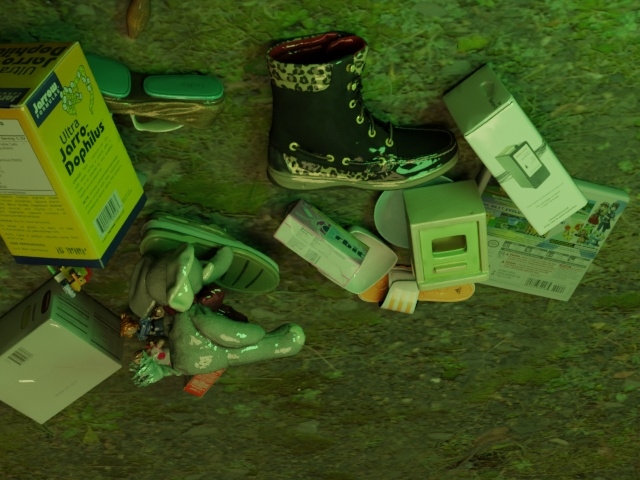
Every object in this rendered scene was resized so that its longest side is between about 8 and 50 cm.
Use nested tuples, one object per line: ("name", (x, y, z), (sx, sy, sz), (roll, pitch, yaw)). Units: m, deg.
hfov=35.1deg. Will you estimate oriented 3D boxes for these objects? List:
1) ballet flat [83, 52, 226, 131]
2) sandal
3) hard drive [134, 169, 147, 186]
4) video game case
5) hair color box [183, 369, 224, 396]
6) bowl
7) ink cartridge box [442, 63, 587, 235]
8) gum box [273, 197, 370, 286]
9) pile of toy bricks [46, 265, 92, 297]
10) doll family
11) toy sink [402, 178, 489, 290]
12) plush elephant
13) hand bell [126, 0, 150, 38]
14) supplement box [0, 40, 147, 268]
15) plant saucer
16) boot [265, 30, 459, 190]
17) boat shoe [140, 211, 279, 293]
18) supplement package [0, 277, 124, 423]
("ballet flat", (-0.347, -0.259, 1.863), (0.342, 0.116, 0.124), (6, 135, -16))
("sandal", (0.217, 0.114, 2.225), (0.265, 0.076, 0.102), (1, 128, -7))
("hard drive", (-0.490, -0.105, 1.994), (0.254, 0.054, 0.172), (23, 122, -22))
("video game case", (0.450, -0.016, 2.173), (0.328, 0.036, 0.300), (12, 126, -14))
("hair color box", (-0.247, 0.264, 2.286), (0.053, 0.093, 0.167), (28, 120, -25))
("bowl", (0.077, 0.033, 2.162), (0.142, 0.053, 0.142), (32, 119, -27))
("ink cartridge box", (0.364, -0.174, 1.913), (0.114, 0.198, 0.273), (-36, 117, 12))
("gum box", (0.000, 0.000, 2.052), (0.188, 0.107, 0.062), (36, 114, -1))
("pile of toy bricks", (-0.523, 0.012, 2.065), (0.105, 0.118, 0.212), (-39, 118, -15))
("doll family", (-0.348, 0.171, 2.201), (0.163, 0.118, 0.263), (0, 135, -28))
("toy sink", (0.259, 0.014, 2.067), (0.152, 0.131, 0.234), (-8, 129, 1))
("plush elephant", (-0.241, 0.119, 1.966), (0.330, 0.271, 0.256), (-12, 98, -36))
("hand bell", (-0.299, -0.441, 1.735), (0.126, 0.126, 0.242), (11, 137, -14))
("supplement box", (-0.479, -0.145, 1.767), (0.194, 0.195, 0.357), (3, 134, 21))
("plant saucer", (0.205, -0.069, 2.105), (0.194, 0.037, 0.195), (-3, 128, -4))
("boot", (0.075, -0.242, 1.899), (0.377, 0.138, 0.284), (-2, 128, 3))
("boat shoe", (-0.221, 0.016, 2.085), (0.302, 0.103, 0.113), (21, 126, -21))
("supplement package", (-0.590, 0.239, 2.198), (0.262, 0.145, 0.204), (-35, 124, 20))
